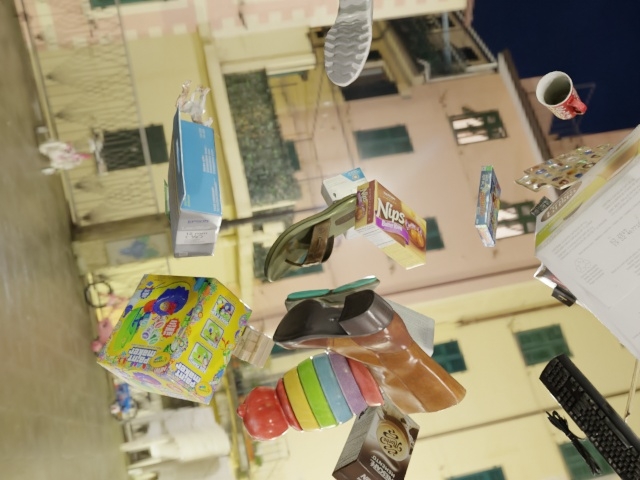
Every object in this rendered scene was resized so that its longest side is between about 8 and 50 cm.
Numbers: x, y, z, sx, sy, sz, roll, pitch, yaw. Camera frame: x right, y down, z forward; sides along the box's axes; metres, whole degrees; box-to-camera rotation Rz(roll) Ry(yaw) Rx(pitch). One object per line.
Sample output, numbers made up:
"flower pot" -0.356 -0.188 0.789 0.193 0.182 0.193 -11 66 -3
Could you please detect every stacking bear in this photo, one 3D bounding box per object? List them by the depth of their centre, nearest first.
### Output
"stacking bear" -0.028 0.323 1.573 0.164 0.288 0.175 -112 178 -51

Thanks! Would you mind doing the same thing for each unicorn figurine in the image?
"unicorn figurine" -0.312 -0.338 1.905 0.060 0.161 0.111 26 -80 38

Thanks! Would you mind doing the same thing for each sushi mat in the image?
"sushi mat" 0.931 0.391 2.234 0.151 0.019 0.317 66 42 -56

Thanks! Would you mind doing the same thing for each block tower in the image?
"block tower" -0.290 0.259 2.239 0.335 0.097 0.091 22 -7 36

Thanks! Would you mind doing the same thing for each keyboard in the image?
"keyboard" 0.576 0.407 1.614 0.317 0.033 0.202 55 -28 34

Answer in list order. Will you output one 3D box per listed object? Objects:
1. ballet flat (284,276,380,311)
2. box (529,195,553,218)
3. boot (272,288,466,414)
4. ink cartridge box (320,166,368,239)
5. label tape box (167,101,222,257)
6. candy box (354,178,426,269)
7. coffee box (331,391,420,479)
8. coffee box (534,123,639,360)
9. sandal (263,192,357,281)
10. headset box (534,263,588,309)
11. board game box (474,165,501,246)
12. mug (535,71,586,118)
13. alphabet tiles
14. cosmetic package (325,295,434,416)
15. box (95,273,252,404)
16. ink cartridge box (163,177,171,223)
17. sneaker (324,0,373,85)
"ballet flat" 0.029 0.122 1.505 0.072 0.213 0.068 -30 105 -63
"box" 0.683 -0.084 2.273 0.067 0.083 0.018 -56 177 34
"boot" 0.082 0.211 1.349 0.280 0.264 0.096 47 39 -27
"ink cartridge box" 0.104 -0.118 2.400 0.191 0.139 0.082 61 -16 24
"label tape box" -0.306 -0.139 1.853 0.348 0.115 0.249 121 -36 -60
"candy box" 0.146 -0.031 1.558 0.186 0.053 0.109 37 47 -39
"coffee box" 0.168 0.612 2.205 0.168 0.119 0.297 45 34 -8
"coffee box" 0.725 -0.009 1.715 0.338 0.338 0.334 44 24 0
"sandal" 0.001 -0.001 1.716 0.086 0.302 0.120 54 -7 28
"headset box" 0.871 0.078 2.507 0.293 0.218 0.110 -58 178 -5
"board game box" 0.499 -0.102 2.247 0.136 0.035 0.201 52 44 -53
"mug" 0.774 -0.441 2.415 0.169 0.113 0.150 18 47 -58
"alphabet tiles" 0.810 -0.237 2.429 0.285 0.342 0.011 -119 -173 -72
"cosmetic package" 0.195 0.408 2.688 0.393 0.329 0.328 -40 153 -76
"box" -0.383 0.253 1.994 0.177 0.289 0.279 48 55 -39
"ink cartridge box" -0.390 -0.097 2.138 0.209 0.062 0.109 -111 175 -55
"sneaker" 0.083 -0.485 1.732 0.115 0.105 0.282 23 79 -73
